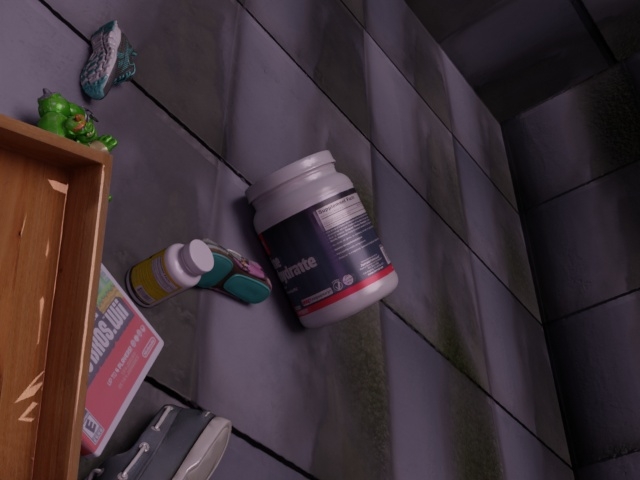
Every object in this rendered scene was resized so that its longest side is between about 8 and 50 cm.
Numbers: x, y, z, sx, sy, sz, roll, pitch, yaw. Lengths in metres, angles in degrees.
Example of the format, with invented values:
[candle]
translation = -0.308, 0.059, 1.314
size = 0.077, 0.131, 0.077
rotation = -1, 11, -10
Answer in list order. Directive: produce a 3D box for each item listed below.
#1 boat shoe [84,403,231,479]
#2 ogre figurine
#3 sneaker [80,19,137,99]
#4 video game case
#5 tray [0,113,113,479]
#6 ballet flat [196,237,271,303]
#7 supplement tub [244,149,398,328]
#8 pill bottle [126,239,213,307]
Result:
[boat shoe]
translation = -0.219, 0.296, 0.959
size = 0.099, 0.116, 0.319
rotation = 23, 32, 15
[ogre figurine]
translation = -0.330, -0.114, 1.099
size = 0.118, 0.097, 0.197
rotation = 56, 38, -56
[sneaker]
translation = -0.316, -0.267, 1.287
size = 0.076, 0.065, 0.166
rotation = 46, 33, -39
[video game case]
translation = -0.305, 0.082, 0.963
size = 0.285, 0.025, 0.204
rotation = 57, 28, -22
[tray]
translation = -0.324, 0.088, 0.808
size = 0.203, 0.076, 0.410
rotation = 20, 69, -52
[ballet flat]
translation = -0.157, 0.038, 1.300
size = 0.221, 0.077, 0.079
rotation = 30, 23, -54
[supplement tub]
translation = 0.000, 0.000, 1.464
size = 0.272, 0.191, 0.191
rotation = 64, 27, 1
[pill bottle]
translation = -0.205, 0.043, 1.146
size = 0.065, 0.116, 0.065
rotation = 42, 34, -37
